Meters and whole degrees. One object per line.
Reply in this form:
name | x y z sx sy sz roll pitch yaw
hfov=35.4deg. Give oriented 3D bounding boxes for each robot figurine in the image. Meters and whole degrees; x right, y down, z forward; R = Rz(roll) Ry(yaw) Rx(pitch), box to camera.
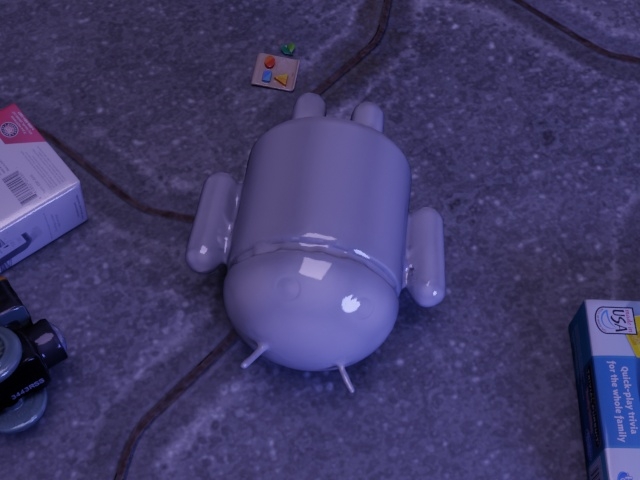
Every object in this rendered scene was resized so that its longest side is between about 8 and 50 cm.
robot figurine | 0.000 0.000 1.160 0.299 0.200 0.353 8 59 3

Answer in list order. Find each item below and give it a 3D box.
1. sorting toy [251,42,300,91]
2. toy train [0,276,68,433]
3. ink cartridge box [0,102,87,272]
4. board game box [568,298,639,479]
sorting toy | -0.061 -0.249 1.410 0.062 0.012 0.083 9 60 2
toy train | -0.447 0.160 1.089 0.334 0.142 0.190 -31 54 -17
ink cartridge box | -0.421 -0.043 1.225 0.218 0.092 0.158 -34 67 -22
board game box | 0.470 0.200 1.141 0.336 0.079 0.254 2 60 -2
